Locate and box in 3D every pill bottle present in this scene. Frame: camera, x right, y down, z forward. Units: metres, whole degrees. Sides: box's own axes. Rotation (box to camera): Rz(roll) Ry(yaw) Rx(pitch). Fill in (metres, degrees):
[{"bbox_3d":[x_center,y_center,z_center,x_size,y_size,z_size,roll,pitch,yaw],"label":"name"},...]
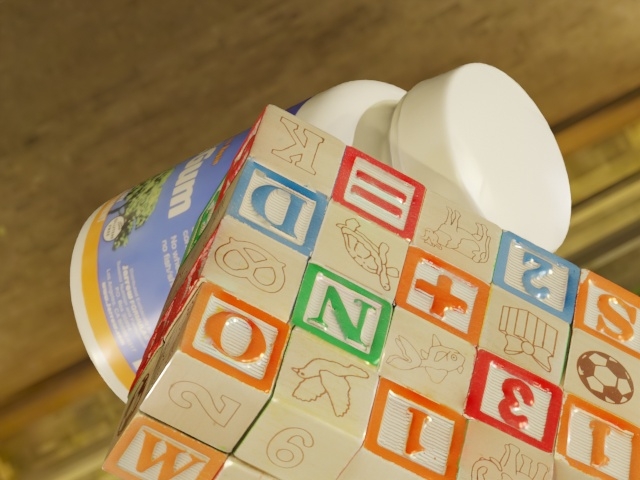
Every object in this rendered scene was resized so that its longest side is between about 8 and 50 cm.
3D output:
[{"bbox_3d":[0.000,0.000,1.118,0.272,0.152,0.152,-24,176,35],"label":"pill bottle"}]

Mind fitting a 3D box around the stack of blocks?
[{"bbox_3d":[0.071,0.083,0.890,0.087,0.297,0.171,-56,-168,40],"label":"stack of blocks"}]
